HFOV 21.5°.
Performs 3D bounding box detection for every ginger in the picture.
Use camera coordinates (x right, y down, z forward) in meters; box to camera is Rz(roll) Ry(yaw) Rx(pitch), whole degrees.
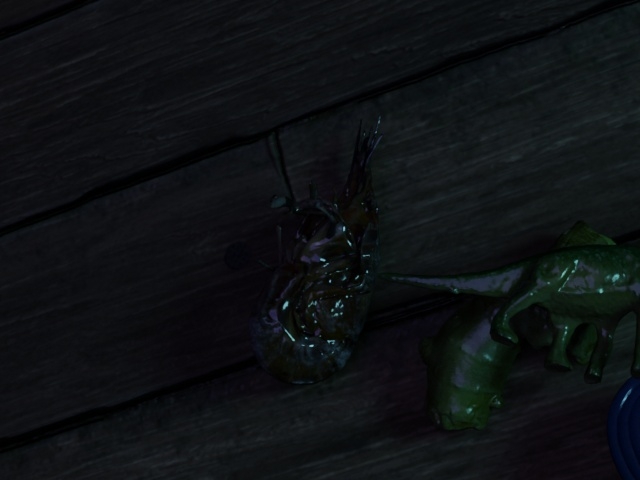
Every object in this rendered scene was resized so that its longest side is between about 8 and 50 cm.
[{"bbox_3d":[0.228,0.096,1.865,0.290,0.089,0.137,-33,89,3],"label":"ginger"}]

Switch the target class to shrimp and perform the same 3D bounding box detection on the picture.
[{"bbox_3d":[0.005,0.003,1.972,0.145,0.116,0.343,17,75,2],"label":"shrimp"}]

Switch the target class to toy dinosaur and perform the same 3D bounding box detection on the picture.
[{"bbox_3d":[0.308,-0.001,1.795,0.447,0.087,0.300,17,71,7],"label":"toy dinosaur"}]

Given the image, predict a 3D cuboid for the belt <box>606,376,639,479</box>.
[{"bbox_3d":[0.441,0.254,1.671,0.212,0.117,0.347,-43,49,-8],"label":"belt"}]
